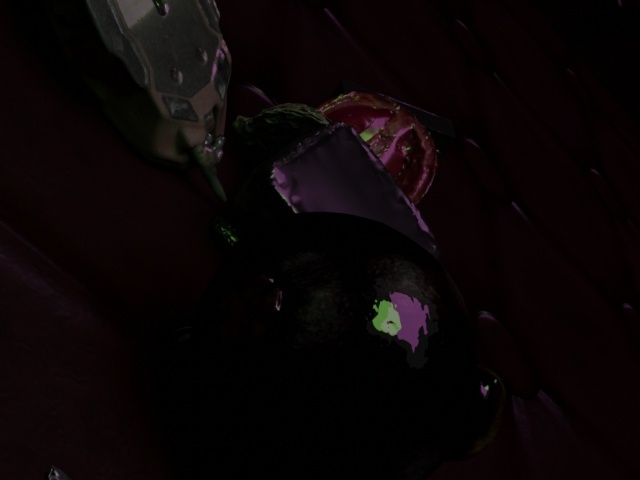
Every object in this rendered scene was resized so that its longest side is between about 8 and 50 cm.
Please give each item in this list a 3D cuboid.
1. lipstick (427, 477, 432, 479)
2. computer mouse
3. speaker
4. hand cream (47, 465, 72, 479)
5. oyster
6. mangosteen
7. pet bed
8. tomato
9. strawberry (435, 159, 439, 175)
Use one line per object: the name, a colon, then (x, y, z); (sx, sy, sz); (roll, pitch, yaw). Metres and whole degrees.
lipstick: (0.107, 0.290, 1.212); (0.241, 0.080, 0.080); (51, 25, -8)
computer mouse: (-0.193, -0.212, 1.280); (0.199, 0.115, 0.389); (-45, 120, -45)
speaker: (0.108, -0.180, 1.773); (0.191, 0.040, 0.046); (18, 39, -22)
hand cream: (-0.164, 0.255, 0.822); (0.086, 0.055, 0.235); (44, 20, -26)
oyster: (-0.017, -0.122, 1.424); (0.125, 0.177, 0.064); (36, 74, -33)
mangosteen: (0.032, 0.118, 1.084); (0.302, 0.275, 0.275); (29, 35, -41)
pet bed: (0.000, 0.000, 1.322); (0.211, 0.159, 0.183); (51, 46, -2)
tomato: (0.055, -0.089, 1.527); (0.189, 0.173, 0.099); (50, -19, 20)
strawberry: (0.121, -0.145, 1.823); (0.152, 0.048, 0.104); (47, 28, 24)
